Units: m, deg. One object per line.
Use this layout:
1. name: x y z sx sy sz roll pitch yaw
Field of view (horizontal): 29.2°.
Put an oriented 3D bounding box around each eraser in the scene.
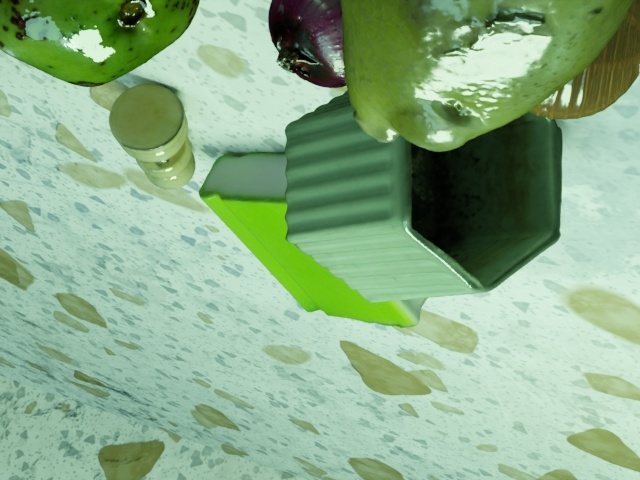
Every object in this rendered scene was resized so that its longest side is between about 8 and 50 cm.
1. eraser: 0.000 0.000 1.593 0.210 0.092 0.274 5 148 40

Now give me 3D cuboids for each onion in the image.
1. onion: -0.006 -0.195 1.171 0.115 0.104 0.115 31 149 21

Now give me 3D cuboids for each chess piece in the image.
1. chess piece: -0.202 -0.116 1.552 0.094 0.094 0.170 19 160 14

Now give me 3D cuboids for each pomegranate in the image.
1. pomegranate: -0.229 -0.266 1.162 0.248 0.214 0.214 54 178 39

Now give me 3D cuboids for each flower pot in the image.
1. flower pot: 0.099 -0.059 1.217 0.239 0.209 0.189 38 154 -30

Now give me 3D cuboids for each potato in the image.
1. potato: 0.117 -0.203 0.851 0.218 0.202 0.351 42 130 19

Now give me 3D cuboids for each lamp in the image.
1. lamp: 0.197 -0.165 0.990 0.136 0.136 0.136 21 156 10
